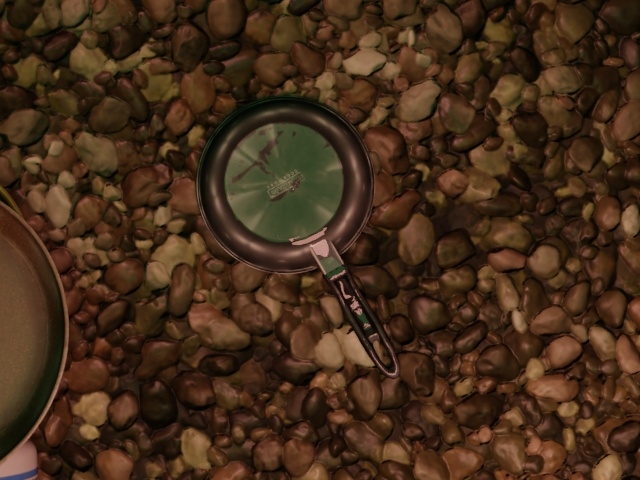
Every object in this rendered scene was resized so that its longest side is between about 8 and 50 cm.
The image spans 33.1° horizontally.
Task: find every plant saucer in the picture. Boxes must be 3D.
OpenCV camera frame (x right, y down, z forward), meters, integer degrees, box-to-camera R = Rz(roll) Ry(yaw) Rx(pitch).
[{"bbox_3d":[-0.396,0.093,1.054,0.311,0.050,0.310,0,82,1],"label":"plant saucer"}]

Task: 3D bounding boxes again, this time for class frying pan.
[{"bbox_3d":[-0.030,0.002,1.170,0.197,0.053,0.326,-8,86,0],"label":"frying pan"}]

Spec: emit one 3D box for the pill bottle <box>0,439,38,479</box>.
[{"bbox_3d":[-0.356,0.270,1.118,0.124,0.124,0.221,-3,89,-1],"label":"pill bottle"}]

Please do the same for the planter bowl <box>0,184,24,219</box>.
[{"bbox_3d":[-0.402,0.021,1.138,0.217,0.090,0.217,0,89,0],"label":"planter bowl"}]
